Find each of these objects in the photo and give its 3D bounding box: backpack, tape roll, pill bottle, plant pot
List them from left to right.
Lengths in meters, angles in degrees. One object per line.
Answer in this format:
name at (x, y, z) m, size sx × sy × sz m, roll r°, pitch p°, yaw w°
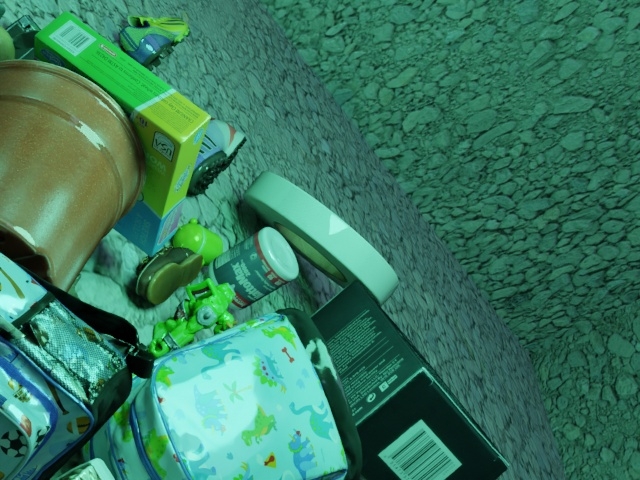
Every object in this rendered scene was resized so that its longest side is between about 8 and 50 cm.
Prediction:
backpack at (-0.356, 0.138, 0.894) m, size 0.263 × 0.276 × 0.213 m, roll 45°, pitch 17°, yaw 1°
plant pot at (-0.377, -0.037, 1.108) m, size 0.272 × 0.272 × 0.265 m, roll 49°, pitch 28°, yaw -27°
backpack at (-0.126, 0.245, 1.174) m, size 0.356 × 0.273 × 0.290 m, roll -12°, pitch 76°, yaw -28°
pill bottle at (-0.140, 0.064, 1.654) m, size 0.108 × 0.180 × 0.108 m, roll 49°, pitch 20°, yaw -26°
tape roll at (0.000, 0.000, 1.999) m, size 0.392 × 0.072 × 0.392 m, roll 39°, pitch -8°, yaw 7°

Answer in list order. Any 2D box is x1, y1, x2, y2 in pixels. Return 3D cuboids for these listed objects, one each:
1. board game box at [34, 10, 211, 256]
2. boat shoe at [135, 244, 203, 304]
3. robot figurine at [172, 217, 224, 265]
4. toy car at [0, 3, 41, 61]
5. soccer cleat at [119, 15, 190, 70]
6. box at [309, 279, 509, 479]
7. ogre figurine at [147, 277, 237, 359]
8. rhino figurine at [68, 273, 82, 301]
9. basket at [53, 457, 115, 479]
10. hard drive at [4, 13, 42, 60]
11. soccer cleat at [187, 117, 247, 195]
board game box at (-0.294, -0.137, 1.300) m, size 0.242 × 0.316 × 0.064 m, roll 36°, pitch 57°, yaw 5°
boat shoe at (-0.267, 0.053, 1.536) m, size 0.073 × 0.073 × 0.207 m, roll 22°, pitch 12°, yaw 9°
robot figurine at (-0.227, 0.008, 1.700) m, size 0.115 × 0.067 × 0.101 m, roll 30°, pitch 41°, yaw -55°
toy car at (-0.472, -0.246, 1.266) m, size 0.155 × 0.188 × 0.149 m, roll 30°, pitch 33°, yaw -55°
soccer cleat at (-0.372, -0.468, 2.048) m, size 0.121 × 0.093 × 0.289 m, roll 46°, pitch 20°, yaw -15°
box at (0.128, 0.307, 1.750) m, size 0.293 × 0.212 × 0.395 m, roll 49°, pitch 1°, yaw -26°
ogre figurine at (-0.204, 0.124, 1.492) m, size 0.096 × 0.118 × 0.197 m, roll 62°, pitch 19°, yaw 10°
rhino figurine at (-0.336, 0.124, 1.221) m, size 0.106 × 0.073 × 0.243 m, roll 14°, pitch 46°, yaw -60°
basket at (-0.263, 0.345, 0.996) m, size 0.167 × 0.113 × 0.103 m, roll 59°, pitch 20°, yaw 1°
hard drive at (-0.392, -0.218, 1.510) m, size 0.339 × 0.064 × 0.237 m, roll 53°, pitch -4°, yaw -21°
soccer cleat at (-0.250, -0.186, 1.927) m, size 0.116 × 0.108 × 0.318 m, roll 36°, pitch 23°, yaw -4°
